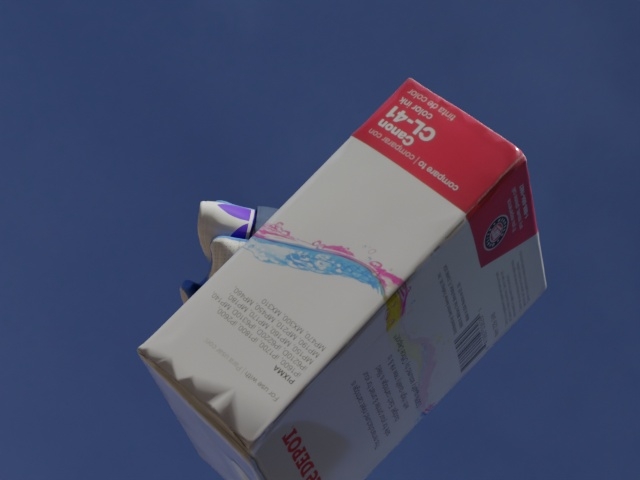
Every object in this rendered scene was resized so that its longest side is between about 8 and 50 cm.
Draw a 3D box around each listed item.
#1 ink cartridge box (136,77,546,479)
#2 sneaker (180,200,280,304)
[{"bbox_3d":[0.028,0.060,1.279,0.131,0.306,0.226,39,-16,27],"label":"ink cartridge box"},{"bbox_3d":[0.000,0.000,1.636,0.236,0.130,0.323,29,-63,-17],"label":"sneaker"}]
